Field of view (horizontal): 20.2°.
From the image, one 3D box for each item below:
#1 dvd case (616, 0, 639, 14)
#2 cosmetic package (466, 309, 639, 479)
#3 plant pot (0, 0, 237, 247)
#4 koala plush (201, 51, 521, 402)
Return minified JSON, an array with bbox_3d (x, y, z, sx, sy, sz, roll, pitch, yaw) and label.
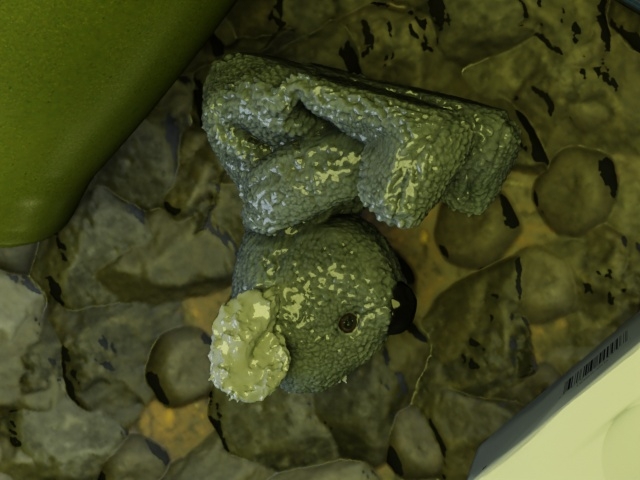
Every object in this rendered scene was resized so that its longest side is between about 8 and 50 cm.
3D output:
[{"bbox_3d":[0.254,-0.264,1.162,0.180,0.022,0.253,32,115,8],"label":"dvd case"},{"bbox_3d":[0.254,0.165,1.188,0.224,0.138,0.224,-41,88,12],"label":"cosmetic package"},{"bbox_3d":[-0.203,-0.198,1.135,0.366,0.366,0.353,29,112,5],"label":"plant pot"},{"bbox_3d":[0.000,0.000,1.194,0.203,0.196,0.221,16,100,18],"label":"koala plush"}]
